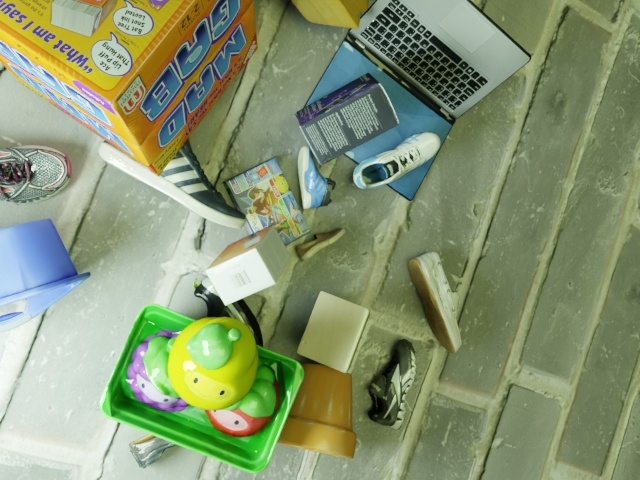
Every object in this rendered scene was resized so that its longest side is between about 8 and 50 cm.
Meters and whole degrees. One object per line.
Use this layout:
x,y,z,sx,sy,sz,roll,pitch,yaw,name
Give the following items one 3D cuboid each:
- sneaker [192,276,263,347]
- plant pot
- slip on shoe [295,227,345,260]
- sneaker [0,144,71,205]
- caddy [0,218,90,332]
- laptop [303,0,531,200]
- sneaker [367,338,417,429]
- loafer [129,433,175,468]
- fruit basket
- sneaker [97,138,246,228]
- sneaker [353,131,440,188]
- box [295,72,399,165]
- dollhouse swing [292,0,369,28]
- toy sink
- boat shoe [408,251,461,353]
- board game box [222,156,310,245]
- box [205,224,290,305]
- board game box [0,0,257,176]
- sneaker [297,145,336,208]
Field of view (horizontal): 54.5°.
-0.216,0.179,1.443,0.097,0.084,0.235,-27,102,5,sneaker
-0.006,0.398,1.472,0.205,0.205,0.188,20,69,-22,plant pot
0.000,0.000,1.530,0.135,0.051,0.041,-33,92,-12,slip on shoe
-0.647,-0.124,1.222,0.299,0.112,0.121,-9,95,-23,sneaker
-0.618,0.086,1.174,0.341,0.241,0.179,-19,95,-20,caddy
0.230,-0.373,1.517,0.382,0.408,0.236,33,46,-21,laptop
0.178,0.367,1.598,0.106,0.078,0.234,13,89,-25,sneaker
-0.347,0.433,1.394,0.170,0.062,0.061,-37,100,-19,loafer
-0.226,0.282,1.244,0.392,0.392,0.283,25,83,-21,fruit basket
-0.294,-0.156,1.355,0.350,0.131,0.148,32,84,-20,sneaker
0.193,-0.192,1.542,0.237,0.086,0.085,-27,114,4,sneaker
0.059,-0.284,1.443,0.207,0.153,0.108,-28,114,5,box
-0.066,-0.707,1.448,0.315,0.304,0.347,31,66,-60,dollhouse swing
0.033,0.218,1.490,0.131,0.234,0.153,21,84,8,toy sink
0.327,0.161,1.642,0.096,0.098,0.277,-24,100,-19,boat shoe
-0.126,-0.078,1.480,0.136,0.035,0.201,-29,102,-19,board game box
-0.156,0.051,1.378,0.130,0.170,0.091,-25,103,15,box
-0.367,-0.402,1.137,0.356,0.356,0.356,34,78,4,board game box
-0.007,-0.155,1.512,0.084,0.058,0.152,-6,98,-16,sneaker
